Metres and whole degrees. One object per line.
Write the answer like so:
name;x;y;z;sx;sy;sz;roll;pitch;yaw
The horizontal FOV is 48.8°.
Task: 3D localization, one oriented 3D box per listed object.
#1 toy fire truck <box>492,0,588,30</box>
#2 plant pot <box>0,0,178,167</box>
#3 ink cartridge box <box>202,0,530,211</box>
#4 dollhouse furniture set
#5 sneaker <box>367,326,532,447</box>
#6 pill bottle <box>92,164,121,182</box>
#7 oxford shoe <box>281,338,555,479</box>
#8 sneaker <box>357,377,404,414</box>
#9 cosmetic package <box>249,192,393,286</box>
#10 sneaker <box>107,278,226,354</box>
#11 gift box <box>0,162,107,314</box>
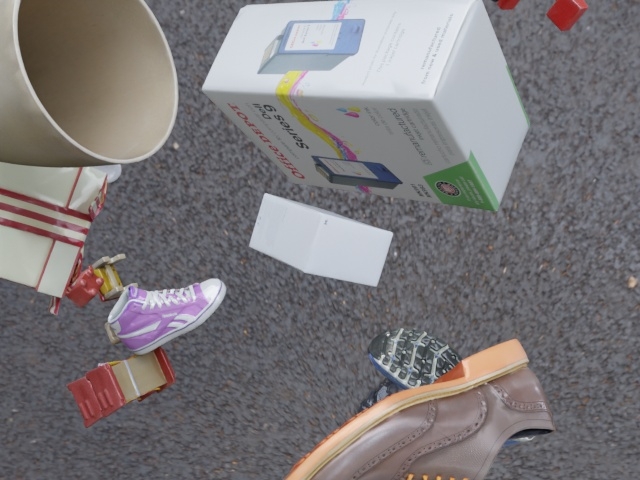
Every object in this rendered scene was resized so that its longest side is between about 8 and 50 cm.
toy fire truck;0.299;-0.397;1.063;0.135;0.047;0.192;-16;65;-36
plant pot;-0.379;-0.200;0.936;0.273;0.256;0.257;-10;68;30
ink cartridge box;0.037;-0.108;0.566;0.212;0.154;0.093;13;71;35
dollhouse furniture set;-0.536;0.239;1.751;0.152;0.201;0.374;-30;81;28
sneaker;0.226;0.287;1.295;0.329;0.147;0.130;32;49;6
pill bottle;-0.593;-0.228;1.924;0.086;0.086;0.152;-24;42;-3
oxford shoe;0.118;0.238;0.804;0.363;0.130;0.133;-22;70;-20
sneaker;0.176;0.422;1.703;0.153;0.269;0.101;-40;105;10
cosmetic package;0.000;0.000;1.610;0.224;0.224;0.138;20;95;50
sneaker;-0.373;0.150;1.689;0.282;0.161;0.102;-33;34;-3
gift box;-0.513;-0.032;1.196;0.258;0.276;0.255;22;86;-33
